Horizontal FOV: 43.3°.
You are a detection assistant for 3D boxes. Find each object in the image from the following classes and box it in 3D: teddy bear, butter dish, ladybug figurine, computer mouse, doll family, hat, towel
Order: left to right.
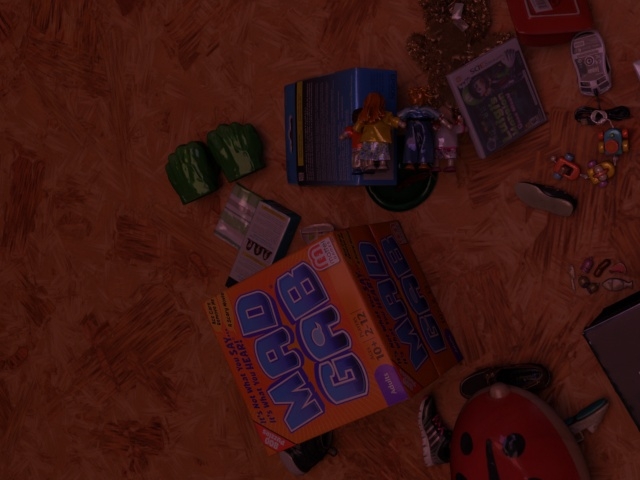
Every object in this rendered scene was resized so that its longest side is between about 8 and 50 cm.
[{"bbox_3d":[-0.206,-0.057,2.053,0.113,0.023,0.152,31,107,21],"label":"towel"},{"bbox_3d":[0.154,-0.152,1.771,0.208,0.183,0.173,-34,80,25],"label":"hat"},{"bbox_3d":[0.164,-0.221,1.599,0.263,0.118,0.163,-1,87,6],"label":"doll family"},{"bbox_3d":[0.295,-0.425,1.735,0.245,0.113,0.338,-20,78,19],"label":"teddy bear"},{"bbox_3d":[0.402,0.517,1.680,0.305,0.162,0.449,-11,98,37],"label":"ladybug figurine"},{"bbox_3d":[0.452,-0.448,1.636,0.159,0.118,0.160,-3,59,-2],"label":"butter dish"},{"bbox_3d":[0.558,-0.332,1.634,0.106,0.042,0.193,-8,96,32],"label":"computer mouse"}]

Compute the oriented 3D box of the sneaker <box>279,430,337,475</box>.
[{"bbox_3d":[-0.060,0.433,1.981,0.153,0.101,0.269,-31,86,25],"label":"sneaker"}]

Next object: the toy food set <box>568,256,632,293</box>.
[{"bbox_3d":[0.577,0.071,1.667,0.122,0.019,0.078,-9,90,27],"label":"toy food set"}]

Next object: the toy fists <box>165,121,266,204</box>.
[{"bbox_3d":[-0.267,-0.203,2.035,0.279,0.096,0.142,-22,94,25],"label":"toy fists"}]

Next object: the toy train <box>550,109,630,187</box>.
[{"bbox_3d":[0.546,-0.173,1.632,0.125,0.046,0.166,37,122,13],"label":"toy train"}]

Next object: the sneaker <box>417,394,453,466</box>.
[{"bbox_3d":[0.268,0.432,1.832,0.074,0.063,0.170,-5,97,27],"label":"sneaker"}]

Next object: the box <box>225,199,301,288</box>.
[{"bbox_3d":[-0.143,0.029,2.007,0.100,0.060,0.244,30,107,22],"label":"box"}]

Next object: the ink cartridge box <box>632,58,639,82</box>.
[{"bbox_3d":[0.709,-0.271,1.532,0.154,0.093,0.212,-22,86,26],"label":"ink cartridge box"}]

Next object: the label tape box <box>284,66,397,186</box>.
[{"bbox_3d":[0.038,-0.248,1.843,0.347,0.115,0.249,8,100,63],"label":"label tape box"}]

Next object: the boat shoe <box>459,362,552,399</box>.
[{"bbox_3d":[0.393,0.303,1.746,0.207,0.073,0.073,-19,67,26],"label":"boat shoe"}]

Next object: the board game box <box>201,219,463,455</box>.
[{"bbox_3d":[0.036,0.199,1.764,0.356,0.356,0.356,-28,82,26],"label":"board game box"}]

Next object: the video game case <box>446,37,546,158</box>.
[{"bbox_3d":[0.363,-0.290,1.648,0.173,0.022,0.190,-31,110,-13],"label":"video game case"}]

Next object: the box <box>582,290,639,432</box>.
[{"bbox_3d":[0.654,0.234,1.488,0.182,0.294,0.296,-32,80,23],"label":"box"}]

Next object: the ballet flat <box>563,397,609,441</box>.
[{"bbox_3d":[0.549,0.388,1.694,0.052,0.057,0.168,51,124,3],"label":"ballet flat"}]

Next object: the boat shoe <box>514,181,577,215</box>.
[{"bbox_3d":[0.473,-0.092,1.697,0.133,0.042,0.049,24,130,24],"label":"boat shoe"}]

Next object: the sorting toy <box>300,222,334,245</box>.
[{"bbox_3d":[0.000,0.000,1.946,0.083,0.045,0.075,-5,108,14],"label":"sorting toy"}]
